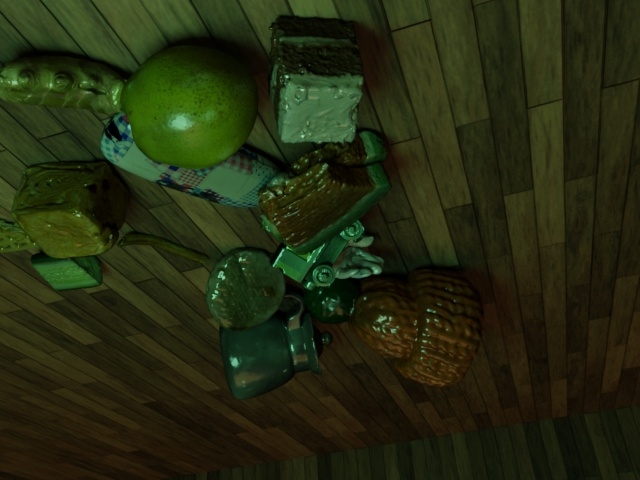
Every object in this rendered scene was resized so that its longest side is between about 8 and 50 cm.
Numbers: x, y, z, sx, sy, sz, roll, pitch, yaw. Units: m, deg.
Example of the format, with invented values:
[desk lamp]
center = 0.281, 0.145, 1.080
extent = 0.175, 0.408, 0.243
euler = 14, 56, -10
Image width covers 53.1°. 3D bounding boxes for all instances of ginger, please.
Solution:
[ginger]
center = -0.389, -0.234, 0.943
extent = 0.206, 0.081, 0.115
euler = -2, 159, -5

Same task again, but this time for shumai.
[shumai]
center = -0.179, 0.106, 1.479
extent = 0.202, 0.201, 0.120
euler = 16, -177, -29

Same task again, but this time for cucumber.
[cucumber]
center = -0.551, 0.054, 1.393
extent = 0.115, 0.062, 0.116
euler = -10, 140, 6

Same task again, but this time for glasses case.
[glasses case]
center = -0.217, -0.136, 1.122
extent = 0.328, 0.076, 0.125
euler = 19, 141, -34

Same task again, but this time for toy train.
[toy train]
center = 0.000, 0.000, 1.291
extent = 0.132, 0.083, 0.200
euler = 31, 95, -7

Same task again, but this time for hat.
[hat]
center = 0.173, 0.164, 1.502
extent = 0.401, 0.285, 0.285
euler = 21, 141, -16

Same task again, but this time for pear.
[pear]
center = -0.189, -0.191, 0.945
extent = 0.198, 0.198, 0.198
euler = -3, 147, -2

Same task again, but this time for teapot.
[teapot]
center = -0.113, 0.244, 1.671
extent = 0.286, 0.305, 0.223
euler = -10, -176, -4

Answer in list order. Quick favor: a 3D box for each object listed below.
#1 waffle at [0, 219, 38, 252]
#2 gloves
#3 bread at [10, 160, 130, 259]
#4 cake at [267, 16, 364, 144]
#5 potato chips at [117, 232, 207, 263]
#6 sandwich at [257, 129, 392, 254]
[waffle]
center = -0.592, -0.027, 1.296
extent = 0.191, 0.032, 0.125
euler = -11, 145, 6
[gloves]
center = 0.033, 0.024, 1.389
extent = 0.229, 0.097, 0.119
euler = 21, 100, -9
[bread]
center = -0.446, -0.059, 1.155
extent = 0.158, 0.148, 0.143
euler = -8, 144, 5
[cake]
center = -0.011, -0.229, 0.940
extent = 0.135, 0.147, 0.135
euler = 1, 149, -8
[potato chips]
center = -0.338, 0.017, 1.389
extent = 0.204, 0.037, 0.026
euler = 17, 152, -38
[sandwich]
center = -0.001, -0.081, 1.143
extent = 0.292, 0.109, 0.212
euler = -31, 160, 7
